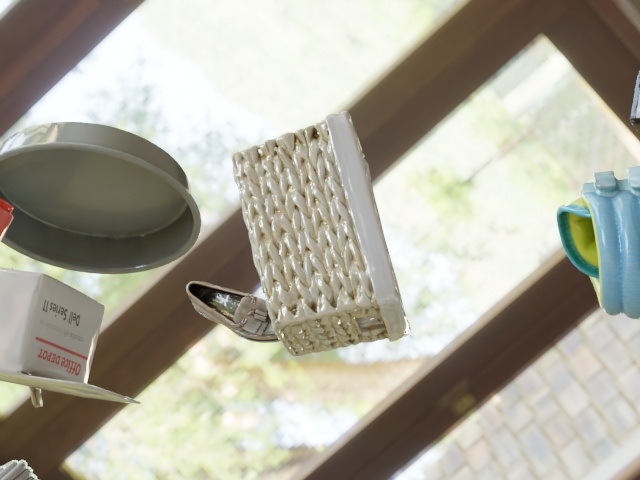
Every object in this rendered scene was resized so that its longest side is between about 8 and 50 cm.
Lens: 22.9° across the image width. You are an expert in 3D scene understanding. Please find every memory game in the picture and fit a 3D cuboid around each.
[{"bbox_3d":[-0.382,0.126,2.042,0.186,0.012,0.186,168,90,-82],"label":"memory game"}]

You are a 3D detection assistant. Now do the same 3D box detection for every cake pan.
[{"bbox_3d":[-0.293,-0.054,1.995,0.293,0.293,0.054,40,-136,-42],"label":"cake pan"}]

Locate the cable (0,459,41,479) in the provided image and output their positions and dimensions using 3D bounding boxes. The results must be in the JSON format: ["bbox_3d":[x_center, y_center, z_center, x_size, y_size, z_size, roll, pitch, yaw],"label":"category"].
[{"bbox_3d":[-0.384,0.316,1.583,0.089,0.257,0.257,57,171,-1],"label":"cable"}]

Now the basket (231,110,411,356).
[{"bbox_3d":[0.000,0.000,1.260,0.113,0.103,0.167,65,-170,-70],"label":"basket"}]

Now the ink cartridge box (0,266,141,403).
[{"bbox_3d":[-0.385,0.095,1.810,0.353,0.119,0.207,9,170,13],"label":"ink cartridge box"}]

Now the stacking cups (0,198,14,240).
[{"bbox_3d":[-0.338,0.101,1.245,0.096,0.316,0.096,30,171,5],"label":"stacking cups"}]

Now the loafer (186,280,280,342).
[{"bbox_3d":[-0.086,0.072,1.629,0.125,0.045,0.039,17,164,31],"label":"loafer"}]

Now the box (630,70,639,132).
[{"bbox_3d":[0.551,-0.118,1.866,0.293,0.073,0.295,6,166,30],"label":"box"}]

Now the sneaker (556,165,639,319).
[{"bbox_3d":[0.315,-0.051,1.330,0.319,0.208,0.127,-61,-32,-43],"label":"sneaker"}]
